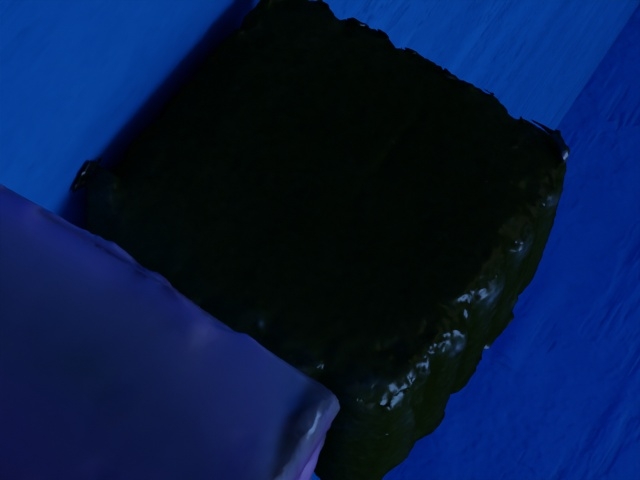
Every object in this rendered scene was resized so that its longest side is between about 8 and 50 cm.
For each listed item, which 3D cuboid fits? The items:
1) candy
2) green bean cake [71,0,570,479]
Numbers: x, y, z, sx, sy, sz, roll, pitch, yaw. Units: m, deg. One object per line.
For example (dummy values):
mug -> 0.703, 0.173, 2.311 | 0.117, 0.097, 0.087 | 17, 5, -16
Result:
candy -> -0.140, 0.066, 0.757 | 0.155, 0.265, 0.116 | -52, 163, -34
green bean cake -> 0.000, 0.000, 1.214 | 0.250, 0.247, 0.156 | -53, 167, -30
